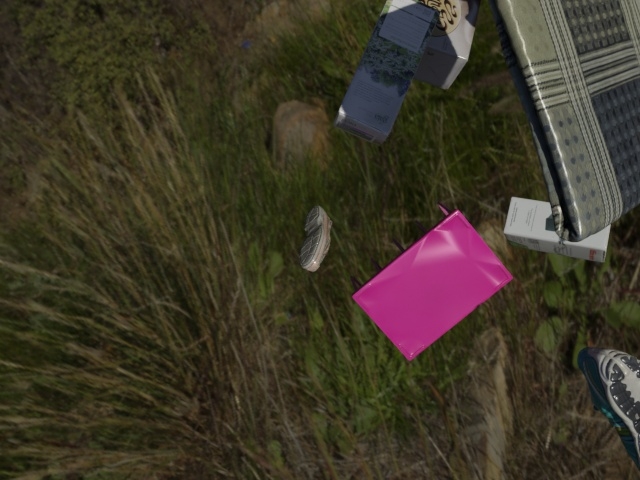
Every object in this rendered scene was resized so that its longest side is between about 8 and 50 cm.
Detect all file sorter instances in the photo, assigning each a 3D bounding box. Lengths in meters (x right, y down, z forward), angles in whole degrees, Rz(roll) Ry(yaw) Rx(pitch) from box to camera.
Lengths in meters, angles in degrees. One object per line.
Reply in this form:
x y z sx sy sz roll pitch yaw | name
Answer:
0.236 0.079 1.472 0.291 0.202 0.182 -40 14 6 | file sorter

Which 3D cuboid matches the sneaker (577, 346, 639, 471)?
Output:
0.518 0.283 1.072 0.107 0.275 0.110 -34 15 -12 | sneaker

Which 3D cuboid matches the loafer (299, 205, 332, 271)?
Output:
0.000 0.000 0.906 0.045 0.039 0.125 -38 29 30 | loafer

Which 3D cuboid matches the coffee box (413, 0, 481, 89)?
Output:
0.221 -0.472 1.267 0.168 0.119 0.297 18 72 -4 | coffee box

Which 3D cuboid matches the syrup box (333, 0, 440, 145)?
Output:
0.111 -0.292 1.106 0.093 0.096 0.236 23 86 -3 | syrup box

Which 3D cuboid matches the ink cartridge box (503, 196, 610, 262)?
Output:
0.520 -0.023 1.412 0.209 0.153 0.086 12 83 23 | ink cartridge box

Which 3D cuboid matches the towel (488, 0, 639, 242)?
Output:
0.270 -0.187 0.659 0.312 0.324 0.056 -23 7 -40 | towel
